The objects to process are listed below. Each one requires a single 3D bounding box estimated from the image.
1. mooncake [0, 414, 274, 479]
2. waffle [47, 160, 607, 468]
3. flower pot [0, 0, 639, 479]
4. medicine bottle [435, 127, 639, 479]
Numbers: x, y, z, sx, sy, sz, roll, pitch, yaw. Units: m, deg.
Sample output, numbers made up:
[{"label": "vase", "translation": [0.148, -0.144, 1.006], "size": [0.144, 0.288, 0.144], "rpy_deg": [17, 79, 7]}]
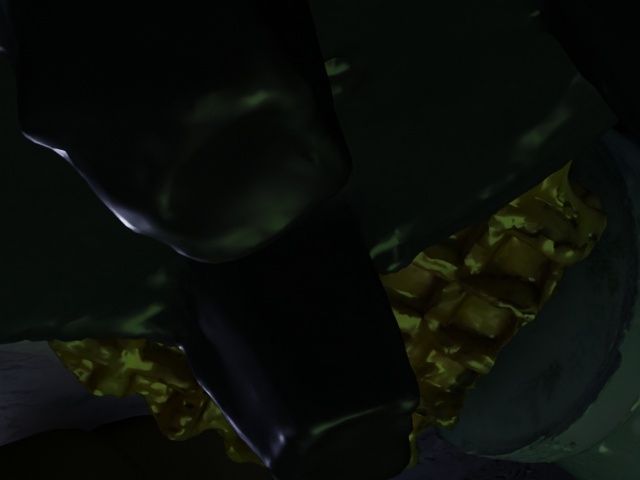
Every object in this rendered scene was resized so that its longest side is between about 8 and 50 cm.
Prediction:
[{"label": "mooncake", "translation": [-0.112, 0.328, 1.035], "size": [0.262, 0.467, 0.467], "rpy_deg": [-34, 150, 21]}, {"label": "waffle", "translation": [0.000, -0.002, 0.805], "size": [0.312, 0.060, 0.307], "rpy_deg": [-24, 123, 22]}, {"label": "flower pot", "translation": [-0.038, -0.085, 0.495], "size": [0.299, 0.283, 0.299], "rpy_deg": [-20, 153, -11]}, {"label": "medicine bottle", "translation": [0.212, 0.043, 0.958], "size": [0.290, 0.245, 0.245], "rpy_deg": [12, 139, -36]}]
